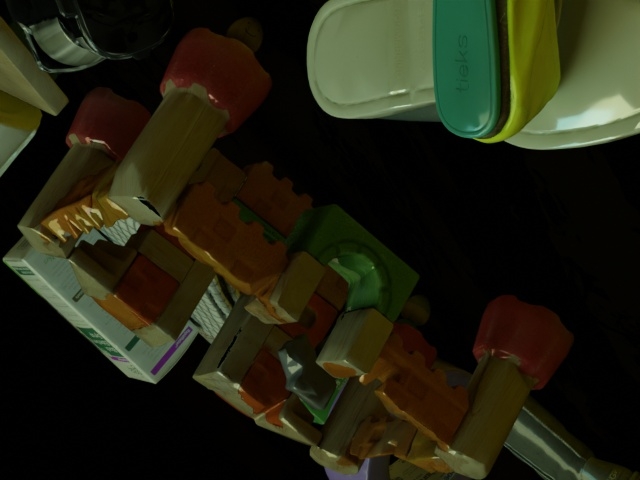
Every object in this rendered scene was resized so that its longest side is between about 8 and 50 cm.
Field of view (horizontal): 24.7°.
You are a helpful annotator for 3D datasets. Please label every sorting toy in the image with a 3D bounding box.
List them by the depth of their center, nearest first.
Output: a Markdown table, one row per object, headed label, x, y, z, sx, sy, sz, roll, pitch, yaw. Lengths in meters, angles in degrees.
| label | x | y | z | sx | sy | sz | roll | pitch | yaw |
| --- | --- | --- | --- | --- | --- | --- | --- | --- | --- |
| sorting toy | -0.397 | -0.283 | 1.616 | 0.257 | 0.089 | 0.255 | 26 | 160 | 44 |

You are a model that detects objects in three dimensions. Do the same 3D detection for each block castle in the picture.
| label | x | y | z | sx | sy | sz | roll | pitch | yaw |
| --- | --- | --- | --- | --- | --- | --- | --- | --- | --- |
| block castle | -0.020 | 0.017 | 1.338 | 0.453 | 0.213 | 0.303 | 39 | 155 | -20 |

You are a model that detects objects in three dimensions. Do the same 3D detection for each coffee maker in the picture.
| label | x | y | z | sx | sy | sz | roll | pitch | yaw |
| --- | --- | --- | --- | --- | --- | --- | --- | --- | --- |
| coffee maker | -0.214 | -0.230 | 1.260 | 0.171 | 0.120 | 0.178 | 46 | 164 | -18 |

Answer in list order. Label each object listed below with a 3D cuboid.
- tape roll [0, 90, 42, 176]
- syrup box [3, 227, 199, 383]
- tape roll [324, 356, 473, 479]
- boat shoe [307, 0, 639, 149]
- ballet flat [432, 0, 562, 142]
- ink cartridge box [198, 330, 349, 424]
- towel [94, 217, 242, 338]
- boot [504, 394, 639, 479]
| label | x | y | z | sx | sy | sz | roll | pitch | yaw |
| --- | --- | --- | --- | --- | --- | --- | --- | --- | --- |
| tape roll | -0.491 | -0.199 | 1.834 | 0.286 | 0.100 | 0.286 | 39 | -167 | -11 |
| syrup box | -0.275 | 0.070 | 1.846 | 0.237 | 0.096 | 0.093 | 47 | 161 | -20 |
| tape roll | 0.098 | 0.219 | 1.642 | 0.080 | 0.189 | 0.189 | 25 | 159 | 46 |
| boat shoe | 0.120 | -0.115 | 0.884 | 0.099 | 0.116 | 0.319 | -2 | -174 | -37 |
| ballet flat | 0.092 | -0.164 | 0.748 | 0.077 | 0.077 | 0.231 | 21 | 124 | 46 |
| ink cartridge box | -0.068 | 0.157 | 2.069 | 0.208 | 0.087 | 0.153 | 44 | 165 | -16 |
| towel | -0.167 | -0.002 | 1.809 | 0.235 | 0.121 | 0.284 | 29 | 160 | 31 |
| boot | 0.243 | 0.238 | 1.566 | 0.208 | 0.076 | 0.190 | 29 | 148 | 16 |
